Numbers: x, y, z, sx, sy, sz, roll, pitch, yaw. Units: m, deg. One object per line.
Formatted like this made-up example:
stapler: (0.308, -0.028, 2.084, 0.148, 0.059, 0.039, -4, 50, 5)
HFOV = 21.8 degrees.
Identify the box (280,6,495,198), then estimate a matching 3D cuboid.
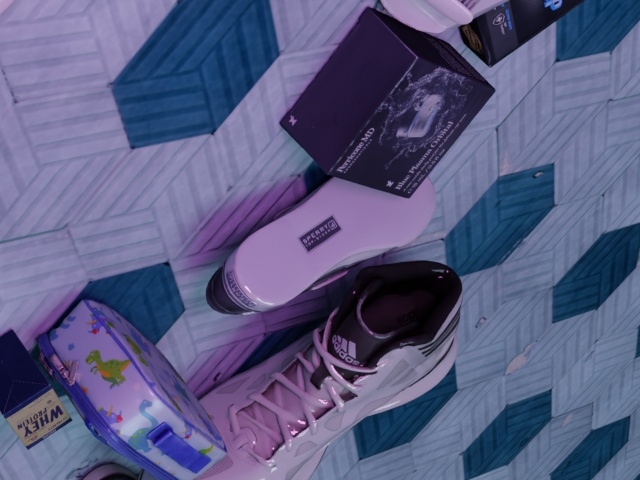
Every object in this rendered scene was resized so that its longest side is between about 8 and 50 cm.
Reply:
box: (0.071, -0.139, 1.729, 0.158, 0.093, 0.156, 14, 120, -52)

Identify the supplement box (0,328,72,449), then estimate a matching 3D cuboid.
supplement box: (-0.305, 0.152, 1.690, 0.056, 0.083, 0.083, -33, 149, -11)

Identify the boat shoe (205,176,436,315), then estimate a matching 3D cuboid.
boat shoe: (0.000, 0.000, 1.828, 0.301, 0.108, 0.102, -34, -177, -35)

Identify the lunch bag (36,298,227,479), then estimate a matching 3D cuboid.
lunch bag: (-0.193, 0.167, 1.743, 0.090, 0.176, 0.219, -41, 150, -1)

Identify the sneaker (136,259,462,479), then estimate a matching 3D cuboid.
sneaker: (-0.024, 0.154, 1.877, 0.447, 0.169, 0.257, -34, 160, -18)

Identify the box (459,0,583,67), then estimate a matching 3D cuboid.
box: (0.213, -0.302, 1.719, 0.175, 0.051, 0.220, -36, 148, -8)

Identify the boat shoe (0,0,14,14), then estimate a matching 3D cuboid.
boat shoe: (-0.235, -0.270, 1.207, 0.267, 0.096, 0.088, -55, 168, 19)

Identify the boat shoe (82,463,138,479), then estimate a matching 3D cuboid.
boat shoe: (-0.203, 0.338, 2.037, 0.095, 0.079, 0.254, -43, 149, 2)

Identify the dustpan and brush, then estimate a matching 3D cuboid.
dustpan and brush: (0.093, -0.257, 1.616, 0.211, 0.060, 0.147, 29, 149, -29)
